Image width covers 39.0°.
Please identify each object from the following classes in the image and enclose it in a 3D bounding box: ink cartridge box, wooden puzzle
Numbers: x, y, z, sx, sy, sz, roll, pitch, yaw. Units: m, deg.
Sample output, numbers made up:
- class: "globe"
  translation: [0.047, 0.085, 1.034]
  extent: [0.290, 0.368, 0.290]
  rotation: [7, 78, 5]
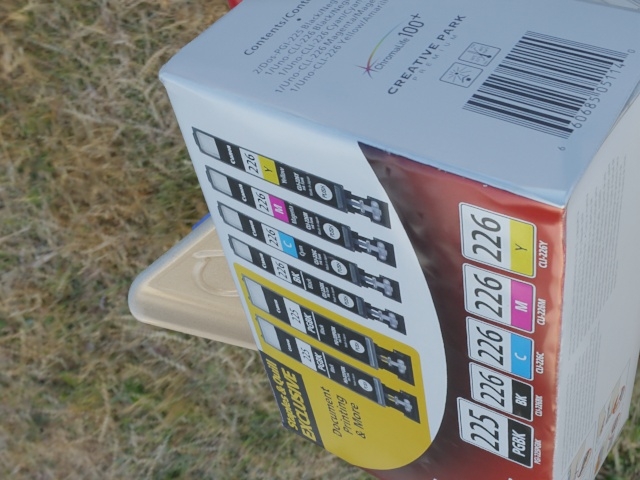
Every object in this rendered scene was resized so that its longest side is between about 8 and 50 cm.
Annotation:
- class: "ink cartridge box"
  translation: [0.037, 0.008, 0.519]
  extent: [0.271, 0.130, 0.309]
  rotation: [22, 145, 30]
- class: "wooden puzzle"
  translation: [0.000, 0.000, 1.036]
  extent: [0.348, 0.322, 0.080]
  rotation: [-40, 50, 28]

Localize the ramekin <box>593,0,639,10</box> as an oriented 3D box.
- class: "ramekin"
  translation: [0.221, -0.176, 0.761]
  extent: [0.277, 0.277, 0.135]
  rotation: [41, 138, 7]
